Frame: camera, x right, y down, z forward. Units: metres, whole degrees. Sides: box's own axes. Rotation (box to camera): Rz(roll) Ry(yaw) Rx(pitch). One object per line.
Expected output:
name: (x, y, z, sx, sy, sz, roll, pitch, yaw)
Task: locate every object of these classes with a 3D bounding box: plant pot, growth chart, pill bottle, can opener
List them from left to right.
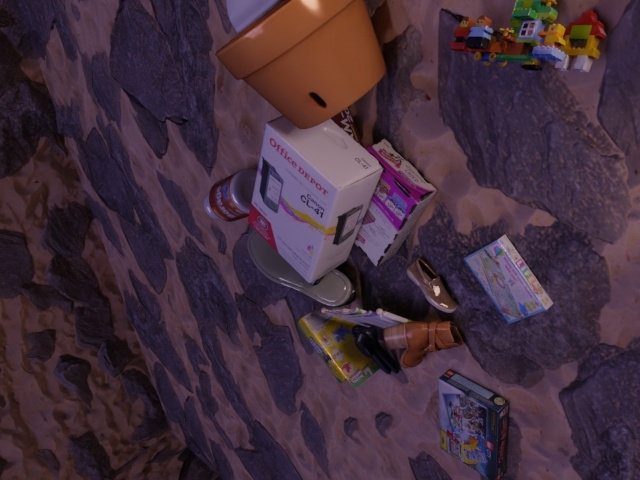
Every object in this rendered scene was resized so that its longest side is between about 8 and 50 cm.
pill bottle: (-0.235, -0.116, 1.706, 0.216, 0.121, 0.121, -14, 104, 55)
plant pot: (-0.014, -0.342, 1.136, 0.291, 0.291, 0.203, -7, 125, 54)
growth chart: (0.119, 0.186, 1.474, 0.172, 0.021, 0.237, 23, 163, -29)
can opener: (0.135, 0.275, 1.551, 0.059, 0.073, 0.186, 1, 140, 44)

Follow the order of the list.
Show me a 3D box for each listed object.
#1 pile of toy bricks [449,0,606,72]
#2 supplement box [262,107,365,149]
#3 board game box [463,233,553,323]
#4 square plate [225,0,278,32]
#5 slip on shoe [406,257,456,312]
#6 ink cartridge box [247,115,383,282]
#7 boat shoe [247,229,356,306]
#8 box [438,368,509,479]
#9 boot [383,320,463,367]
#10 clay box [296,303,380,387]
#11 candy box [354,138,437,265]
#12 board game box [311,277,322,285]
pile of toy bricks: (0.295, -0.314, 0.903, 0.212, 0.118, 0.105, 26, 102, 52)
supplement box: (-0.019, -0.224, 1.388, 0.240, 0.073, 0.130, -6, 111, 54)
board game box: (0.352, 0.075, 1.176, 0.154, 0.026, 0.103, 57, 146, 5)
square plate: (-0.117, -0.606, 1.138, 0.344, 0.049, 0.346, -6, 90, 57)
slip on shoe: (0.240, 0.094, 1.321, 0.135, 0.052, 0.041, 51, 134, 23)
ink cartridge box: (-0.024, -0.093, 1.314, 0.226, 0.131, 0.306, 44, 145, 22)
boat shoe: (-0.043, 0.071, 1.616, 0.340, 0.127, 0.113, 25, 178, 30)
box: (0.349, 0.427, 1.430, 0.159, 0.044, 0.232, 24, 132, 42)
boot: (0.244, 0.233, 1.393, 0.153, 0.072, 0.197, -12, 152, 23)
clay box: (0.054, 0.267, 1.617, 0.222, 0.128, 0.053, 54, 147, 10)
candy box: (0.127, -0.075, 1.313, 0.159, 0.071, 0.233, 48, 144, 17)
board game box: (0.000, 0.000, 1.497, 0.126, 0.026, 0.186, 48, 115, 20)
